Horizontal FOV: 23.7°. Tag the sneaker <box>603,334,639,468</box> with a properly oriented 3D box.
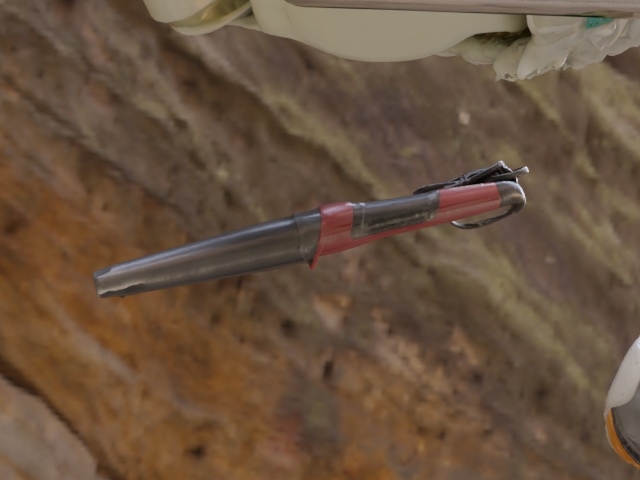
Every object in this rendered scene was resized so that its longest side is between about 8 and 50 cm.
[{"bbox_3d":[0.218,0.092,0.711,0.215,0.084,0.083,22,5,-34],"label":"sneaker"}]

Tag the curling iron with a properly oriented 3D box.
[{"bbox_3d":[0.000,0.000,0.912,0.274,0.035,0.068,-15,-10,-16],"label":"curling iron"}]

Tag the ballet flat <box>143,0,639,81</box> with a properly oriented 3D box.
[{"bbox_3d":[-0.013,-0.154,0.749,0.409,0.147,0.147,14,-8,41],"label":"ballet flat"}]

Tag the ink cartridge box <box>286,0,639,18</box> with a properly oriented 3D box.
[{"bbox_3d":[0.099,-0.130,0.348,0.219,0.160,0.092,3,7,5],"label":"ink cartridge box"}]
